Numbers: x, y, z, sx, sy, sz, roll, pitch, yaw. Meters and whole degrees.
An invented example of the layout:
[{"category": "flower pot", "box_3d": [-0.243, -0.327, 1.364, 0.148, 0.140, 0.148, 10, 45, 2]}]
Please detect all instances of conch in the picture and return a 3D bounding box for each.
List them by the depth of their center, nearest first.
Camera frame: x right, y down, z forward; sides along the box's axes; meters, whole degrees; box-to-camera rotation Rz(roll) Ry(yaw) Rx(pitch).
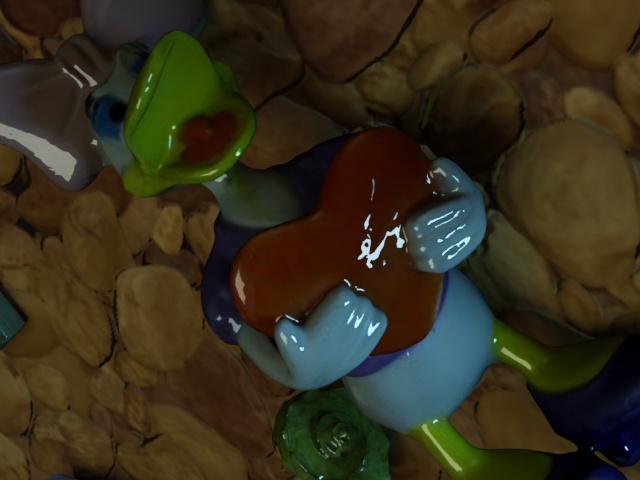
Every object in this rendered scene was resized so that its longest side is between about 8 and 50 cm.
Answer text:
[{"category": "conch", "box_3d": [0.005, 0.137, 1.058, 0.121, 0.074, 0.089, 121, 137, -67]}]

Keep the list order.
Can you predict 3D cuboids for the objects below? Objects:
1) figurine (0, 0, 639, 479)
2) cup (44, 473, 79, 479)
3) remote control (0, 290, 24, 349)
[{"category": "figurine", "box_3d": [0.004, 0.003, 0.917, 0.421, 0.154, 0.193, 40, 172, -6]}, {"category": "cup", "box_3d": [-0.151, 0.226, 1.261, 0.116, 0.074, 0.104, 19, 160, 30]}, {"category": "remote control", "box_3d": [-0.307, -0.007, 1.219, 0.098, 0.038, 0.233, -27, 103, 46]}]
